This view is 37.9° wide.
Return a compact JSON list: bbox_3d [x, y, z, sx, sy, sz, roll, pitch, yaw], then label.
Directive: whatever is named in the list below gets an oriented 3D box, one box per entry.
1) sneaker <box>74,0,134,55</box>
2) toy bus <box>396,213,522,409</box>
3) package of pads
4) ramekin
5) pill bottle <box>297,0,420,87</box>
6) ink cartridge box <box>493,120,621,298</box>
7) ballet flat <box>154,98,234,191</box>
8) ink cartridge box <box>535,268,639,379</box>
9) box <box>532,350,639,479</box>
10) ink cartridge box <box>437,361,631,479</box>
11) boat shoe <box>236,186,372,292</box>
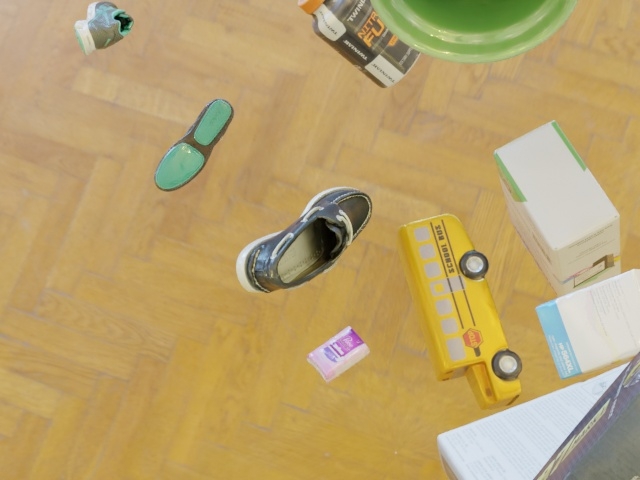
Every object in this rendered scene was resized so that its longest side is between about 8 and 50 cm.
[{"bbox_3d":[-0.321,-0.331,1.432,0.076,0.166,0.065,-12,121,7],"label":"sneaker"},{"bbox_3d":[0.236,0.125,1.591,0.130,0.108,0.333,-14,71,-5],"label":"toy bus"},{"bbox_3d":[0.027,0.170,1.378,0.083,0.032,0.050,-33,58,-19],"label":"package of pads"},{"bbox_3d":[0.223,-0.418,1.341,0.303,0.303,0.148,6,52,6],"label":"ramekin"},{"bbox_3d":[0.073,-0.421,1.833,0.245,0.130,0.130,35,81,-22],"label":"pill bottle"},{"bbox_3d":[0.397,-0.035,1.545,0.117,0.278,0.201,-28,61,5],"label":"ink cartridge box"},{"bbox_3d":[-0.228,-0.170,1.701,0.074,0.074,0.203,36,85,11],"label":"ballet flat"},{"bbox_3d":[0.337,0.092,1.051,0.143,0.092,0.090,-27,72,38],"label":"ink cartridge box"},{"bbox_3d":[0.175,0.159,0.331,0.232,0.059,0.183,35,125,13],"label":"box"},{"bbox_3d":[0.238,0.190,0.809,0.232,0.189,0.066,-16,106,-7],"label":"ink cartridge box"},{"bbox_3d":[0.000,0.000,1.507,0.302,0.091,0.114,-39,116,-37],"label":"boat shoe"}]
